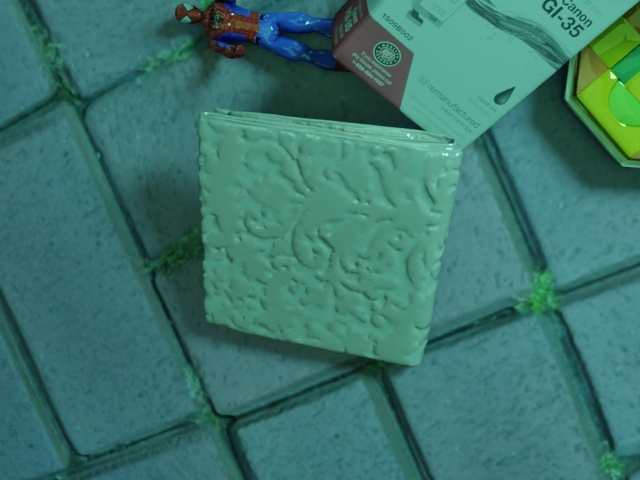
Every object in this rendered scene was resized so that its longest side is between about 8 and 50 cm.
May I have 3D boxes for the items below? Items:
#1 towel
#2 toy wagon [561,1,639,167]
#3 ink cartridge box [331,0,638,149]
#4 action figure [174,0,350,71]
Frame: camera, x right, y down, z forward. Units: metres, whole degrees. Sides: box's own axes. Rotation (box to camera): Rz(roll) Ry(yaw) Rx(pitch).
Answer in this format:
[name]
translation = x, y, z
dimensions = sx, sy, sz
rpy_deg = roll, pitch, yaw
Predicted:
[towel]
translation = 0.000, 0.000, 0.988
dimensions = 0.317, 0.053, 0.331
rpy_deg = 10, 124, 9
[toy wagon]
translation = 0.456, -0.244, 0.906
dimensions = 0.344, 0.068, 0.267
rpy_deg = -41, 91, 14
[ink cartridge box]
translation = 0.179, -0.266, 0.855
dimensions = 0.207, 0.117, 0.283
rpy_deg = 35, 125, -21
[action figure]
translation = -0.063, -0.266, 0.967
dimensions = 0.280, 0.139, 0.091
rpy_deg = 14, 100, 10
